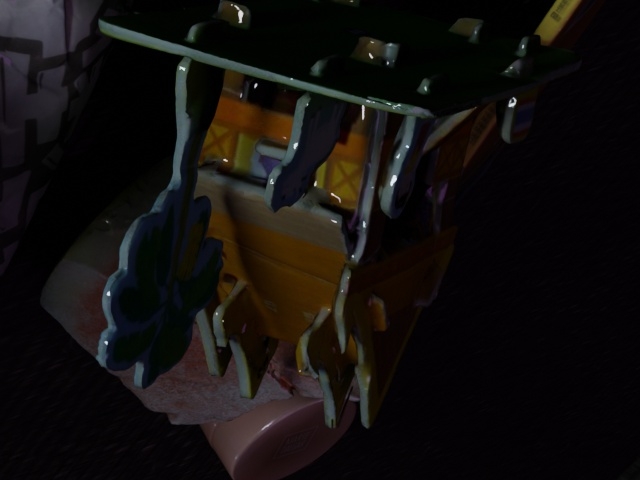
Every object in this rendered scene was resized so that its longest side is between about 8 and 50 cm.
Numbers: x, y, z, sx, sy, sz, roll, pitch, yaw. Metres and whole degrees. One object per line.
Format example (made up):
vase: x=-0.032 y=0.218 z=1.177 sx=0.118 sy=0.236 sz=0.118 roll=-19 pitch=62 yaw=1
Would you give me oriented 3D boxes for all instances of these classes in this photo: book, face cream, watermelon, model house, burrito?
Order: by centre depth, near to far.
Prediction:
model house: x=0.000 y=0.000 z=1.163 sx=0.358 sy=0.242 sz=0.312 roll=-26 pitch=127 yaw=-64
burrito: x=-0.242 y=-0.055 z=1.178 sx=0.139 sy=0.101 sz=0.445 roll=-22 pitch=150 yaw=-46
watermelon: x=-0.071 y=0.032 z=1.399 sx=0.193 sy=0.231 sz=0.310 roll=-13 pitch=-173 yaw=36
book: x=0.178 y=-0.139 z=1.458 sx=0.374 sy=0.028 sz=0.262 roll=-57 pitch=174 yaw=36
face cream: x=-0.051 y=0.167 z=1.739 sx=0.149 sy=0.104 sz=0.149 roll=-27 pitch=152 yaw=-15
